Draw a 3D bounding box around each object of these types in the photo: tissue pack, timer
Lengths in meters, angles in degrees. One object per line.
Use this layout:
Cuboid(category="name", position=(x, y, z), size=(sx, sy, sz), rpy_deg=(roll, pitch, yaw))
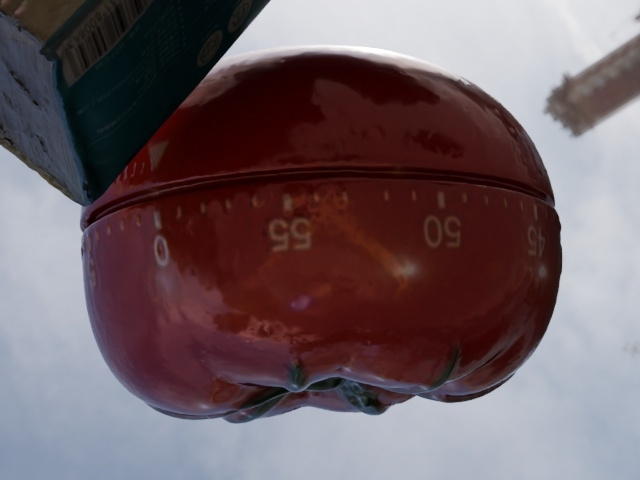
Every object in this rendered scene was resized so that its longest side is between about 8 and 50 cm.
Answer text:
Cuboid(category="tissue pack", position=(-0.126, -0.187, 0.932), size=(0.134, 0.192, 0.271), rpy_deg=(33, -115, 13))
Cuboid(category="timer", position=(0.000, 0.000, 1.127), size=(0.378, 0.378, 0.279), rpy_deg=(7, -105, -37))
